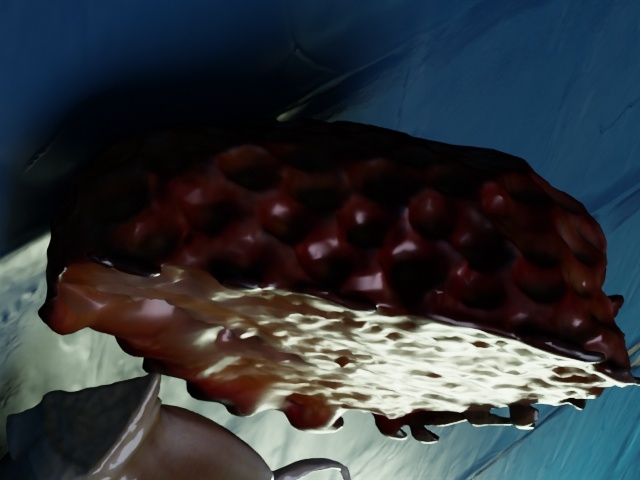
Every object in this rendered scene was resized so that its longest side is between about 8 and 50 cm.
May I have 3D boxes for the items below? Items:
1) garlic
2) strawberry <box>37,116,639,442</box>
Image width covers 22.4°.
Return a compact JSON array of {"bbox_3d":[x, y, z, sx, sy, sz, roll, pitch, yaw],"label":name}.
[{"bbox_3d":[-0.092,0.157,0.898,0.148,0.128,0.266,-10,167,21],"label":"garlic"},{"bbox_3d":[0.000,0.006,0.810,0.253,0.280,0.150,140,-40,-66],"label":"strawberry"}]
